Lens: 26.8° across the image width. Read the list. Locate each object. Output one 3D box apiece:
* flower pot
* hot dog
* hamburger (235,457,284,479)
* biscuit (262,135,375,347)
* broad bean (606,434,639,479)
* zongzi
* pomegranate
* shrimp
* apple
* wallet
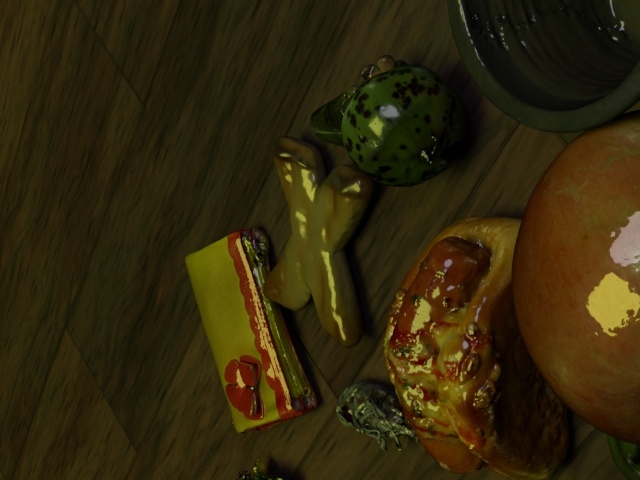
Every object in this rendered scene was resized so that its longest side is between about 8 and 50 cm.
[{"bbox_3d":[0.226,-0.204,1.030,0.235,0.148,0.235,12,106,49],"label":"flower pot"},{"bbox_3d":[0.143,0.111,1.256,0.150,0.153,0.256,13,112,51],"label":"hot dog"},{"bbox_3d":[-0.078,0.375,1.704,0.164,0.093,0.189,33,126,43],"label":"hamburger"},{"bbox_3d":[0.000,0.000,1.501,0.164,0.047,0.207,31,126,45],"label":"biscuit"},{"bbox_3d":[0.307,0.214,1.168,0.195,0.046,0.061,52,141,31],"label":"broad bean"},{"bbox_3d":[0.044,-0.101,1.412,0.113,0.052,0.104,61,152,-2],"label":"zongzi"},{"bbox_3d":[0.077,-0.124,1.304,0.122,0.122,0.161,116,151,-43],"label":"pomegranate"},{"bbox_3d":[0.070,0.198,1.472,0.165,0.057,0.065,33,112,55],"label":"shrimp"},{"bbox_3d":[0.258,0.023,1.013,0.254,0.254,0.253,23,120,48],"label":"apple"},{"bbox_3d":[-0.090,0.113,1.648,0.141,0.067,0.241,-26,80,52],"label":"wallet"}]
